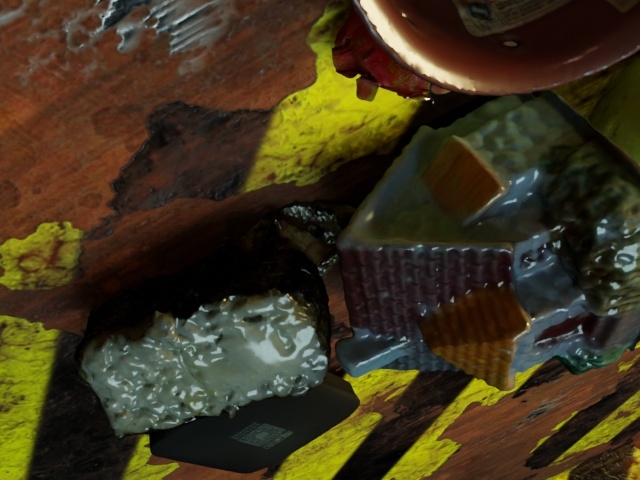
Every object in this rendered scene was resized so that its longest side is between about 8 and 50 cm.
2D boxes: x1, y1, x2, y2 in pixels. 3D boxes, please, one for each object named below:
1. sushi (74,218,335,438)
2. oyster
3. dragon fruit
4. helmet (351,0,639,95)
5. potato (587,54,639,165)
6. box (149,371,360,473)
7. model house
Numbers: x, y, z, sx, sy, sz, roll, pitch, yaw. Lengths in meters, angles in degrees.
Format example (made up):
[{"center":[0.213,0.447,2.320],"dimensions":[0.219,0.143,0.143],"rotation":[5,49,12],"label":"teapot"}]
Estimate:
[{"center":[-0.134,0.103,0.920],"dimensions":[0.344,0.181,0.196],"rotation":[-20,131,6],"label":"sushi"},{"center":[0.008,-0.002,0.987],"dimensions":[0.177,0.056,0.105],"rotation":[4,129,-26],"label":"oyster"},{"center":[0.086,-0.198,0.711],"dimensions":[0.166,0.136,0.133],"rotation":[-12,174,20],"label":"dragon fruit"},{"center":[0.125,-0.310,0.498],"dimensions":[0.338,0.230,0.385],"rotation":[-33,135,11],"label":"helmet"},{"center":[0.442,-0.136,0.909],"dimensions":[0.304,0.216,0.215],"rotation":[-32,145,-8],"label":"potato"},{"center":[-0.111,0.308,1.299],"dimensions":[0.290,0.073,0.289],"rotation":[-36,142,17],"label":"box"},{"center":[0.170,0.043,0.904],"dimensions":[0.339,0.297,0.360],"rotation":[-23,147,-8],"label":"model house"}]
